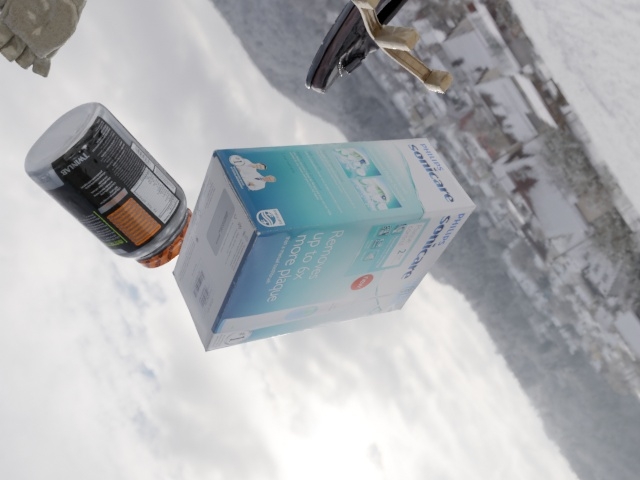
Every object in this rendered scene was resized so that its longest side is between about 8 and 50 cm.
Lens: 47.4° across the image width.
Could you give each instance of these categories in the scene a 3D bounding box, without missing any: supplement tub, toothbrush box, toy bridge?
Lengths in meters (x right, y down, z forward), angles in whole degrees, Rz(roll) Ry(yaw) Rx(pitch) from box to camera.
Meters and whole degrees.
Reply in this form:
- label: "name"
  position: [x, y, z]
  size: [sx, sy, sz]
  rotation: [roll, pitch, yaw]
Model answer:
- label: "supplement tub"
  position: [-0.396, -0.097, 1.423]
  size: [0.316, 0.194, 0.193]
  rotation: [51, -167, -36]
- label: "toothbrush box"
  position: [0.000, 0.000, 0.870]
  size: [0.296, 0.216, 0.126]
  rotation: [-8, -126, -34]
- label: "toy bridge"
  position: [0.092, -0.249, 0.896]
  size: [0.188, 0.026, 0.063]
  rotation: [36, 174, -42]

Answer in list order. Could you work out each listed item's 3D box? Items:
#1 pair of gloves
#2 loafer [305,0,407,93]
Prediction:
- label: "pair of gloves"
  position: [-0.412, -0.350, 0.938]
  size: [0.240, 0.204, 0.042]
  rotation: [34, -160, -11]
- label: "loafer"
  position: [0.085, -0.375, 1.250]
  size: [0.095, 0.302, 0.109]
  rotation: [32, 178, 1]
